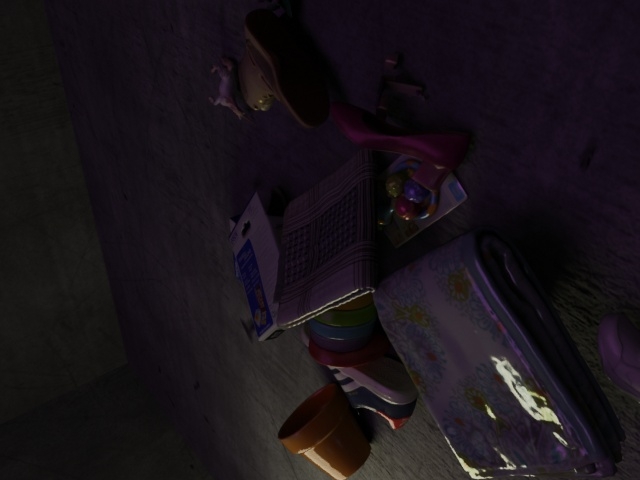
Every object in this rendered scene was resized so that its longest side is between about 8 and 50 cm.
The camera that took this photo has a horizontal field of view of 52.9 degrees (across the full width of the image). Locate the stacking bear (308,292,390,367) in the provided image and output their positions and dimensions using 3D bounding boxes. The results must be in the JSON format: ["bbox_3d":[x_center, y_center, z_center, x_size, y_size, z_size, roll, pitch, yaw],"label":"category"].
[{"bbox_3d":[0.051,0.110,1.379,0.175,0.164,0.288,15,116,32],"label":"stacking bear"}]

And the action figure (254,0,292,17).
[{"bbox_3d":[-0.086,-0.558,1.212,0.137,0.064,0.232,45,141,36],"label":"action figure"}]

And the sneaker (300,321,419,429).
[{"bbox_3d":[0.077,0.312,1.499,0.350,0.131,0.148,33,132,42],"label":"sneaker"}]

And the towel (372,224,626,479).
[{"bbox_3d":[0.244,0.188,0.985,0.374,0.090,0.320,62,148,6],"label":"towel"}]

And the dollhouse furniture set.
[{"bbox_3d":[0.143,-0.252,1.122,0.081,0.090,0.114,13,160,6],"label":"dollhouse furniture set"}]

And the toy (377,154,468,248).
[{"bbox_3d":[0.152,-0.078,1.184,0.136,0.056,0.237,60,149,8],"label":"toy"}]

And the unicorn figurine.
[{"bbox_3d":[-0.226,-0.362,1.560,0.111,0.060,0.161,26,132,48],"label":"unicorn figurine"}]

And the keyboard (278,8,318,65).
[{"bbox_3d":[-0.043,-0.373,1.308,0.108,0.023,0.180,-5,108,58],"label":"keyboard"}]

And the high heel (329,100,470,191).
[{"bbox_3d":[0.129,-0.191,1.072,0.244,0.082,0.117,40,129,15],"label":"high heel"}]

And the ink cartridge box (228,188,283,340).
[{"bbox_3d":[-0.130,0.068,1.613,0.303,0.072,0.307,-47,56,59],"label":"ink cartridge box"}]

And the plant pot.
[{"bbox_3d":[0.026,0.512,1.680,0.188,0.205,0.205,49,149,-3],"label":"plant pot"}]

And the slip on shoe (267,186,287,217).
[{"bbox_3d":[-0.114,-0.069,1.612,0.051,0.041,0.135,40,141,36],"label":"slip on shoe"}]

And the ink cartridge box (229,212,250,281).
[{"bbox_3d":[-0.208,0.036,1.828,0.097,0.046,0.207,36,139,41],"label":"ink cartridge box"}]

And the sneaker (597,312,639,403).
[{"bbox_3d":[0.473,0.187,0.865,0.232,0.090,0.115,53,142,3],"label":"sneaker"}]

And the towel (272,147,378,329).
[{"bbox_3d":[0.000,0.000,1.272,0.324,0.056,0.312,-32,47,49],"label":"towel"}]

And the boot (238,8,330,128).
[{"bbox_3d":[-0.084,-0.308,1.312,0.262,0.095,0.203,56,158,7],"label":"boot"}]
